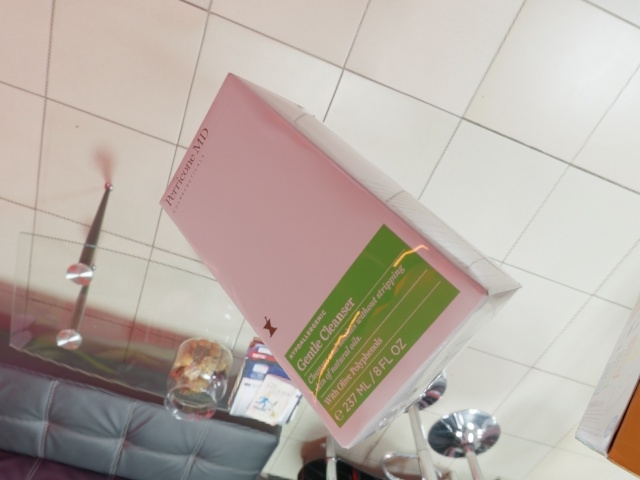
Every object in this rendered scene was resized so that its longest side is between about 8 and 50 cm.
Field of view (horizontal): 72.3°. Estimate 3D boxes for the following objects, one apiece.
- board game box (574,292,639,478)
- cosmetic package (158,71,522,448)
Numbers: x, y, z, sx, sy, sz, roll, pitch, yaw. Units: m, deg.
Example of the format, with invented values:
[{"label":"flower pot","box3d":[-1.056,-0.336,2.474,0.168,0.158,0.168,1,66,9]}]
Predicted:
[{"label":"board game box","box3d":[0.304,0.034,0.340,0.316,0.064,0.242,-61,148,-5]},{"label":"cosmetic package","box3d":[0.000,0.000,0.490,0.365,0.155,0.196,44,111,28]}]
